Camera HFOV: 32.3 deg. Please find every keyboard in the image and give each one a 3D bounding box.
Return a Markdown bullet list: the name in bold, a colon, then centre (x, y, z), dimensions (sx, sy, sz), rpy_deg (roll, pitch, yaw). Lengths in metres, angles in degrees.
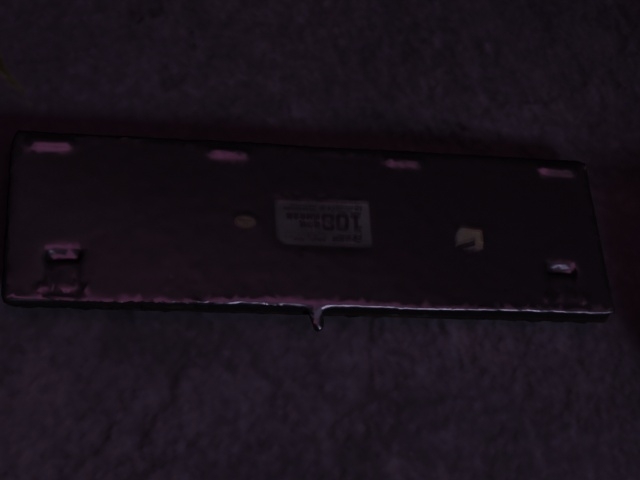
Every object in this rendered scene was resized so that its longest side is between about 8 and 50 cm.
- **keyboard**: centre (0.000, 0.000, 0.575), dimensions (0.316, 0.027, 0.106), rpy_deg (3, 66, -14)
